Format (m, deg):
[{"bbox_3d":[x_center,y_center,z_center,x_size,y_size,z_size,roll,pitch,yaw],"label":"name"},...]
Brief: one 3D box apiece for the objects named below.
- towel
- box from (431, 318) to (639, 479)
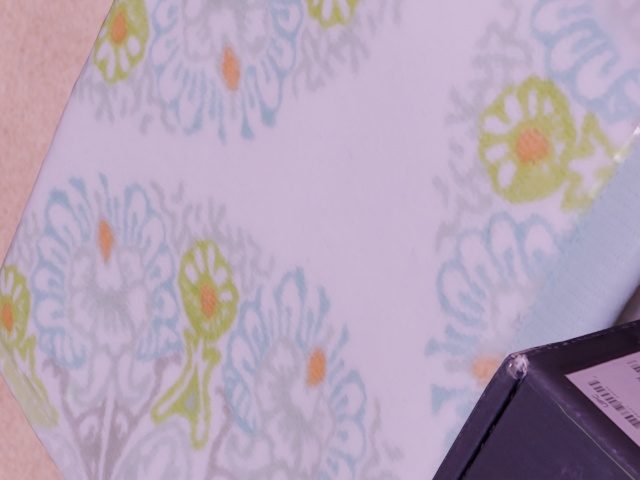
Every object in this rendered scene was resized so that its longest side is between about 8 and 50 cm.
[{"bbox_3d":[0.000,0.000,0.737,0.320,0.090,0.374,52,126,34],"label":"towel"},{"bbox_3d":[0.139,0.263,0.499,0.395,0.097,0.318,45,125,28],"label":"box"}]
